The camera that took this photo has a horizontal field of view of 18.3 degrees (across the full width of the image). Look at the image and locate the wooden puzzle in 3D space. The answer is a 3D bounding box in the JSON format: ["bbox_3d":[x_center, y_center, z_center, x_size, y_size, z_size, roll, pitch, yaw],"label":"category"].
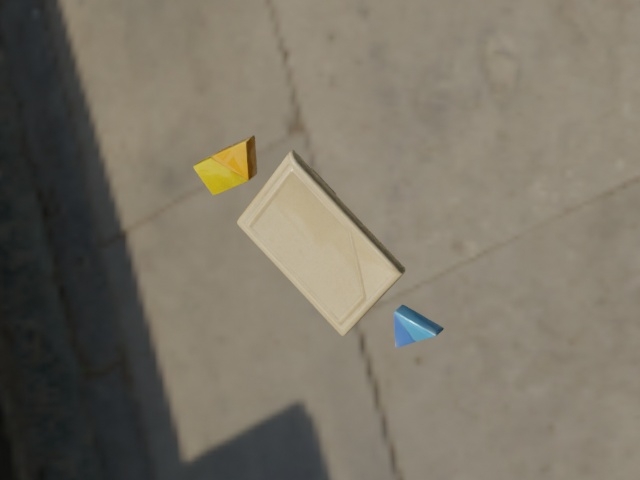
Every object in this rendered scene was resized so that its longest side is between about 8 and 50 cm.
[{"bbox_3d":[0.000,0.000,0.818,0.116,0.014,0.078,51,149,-1],"label":"wooden puzzle"}]
